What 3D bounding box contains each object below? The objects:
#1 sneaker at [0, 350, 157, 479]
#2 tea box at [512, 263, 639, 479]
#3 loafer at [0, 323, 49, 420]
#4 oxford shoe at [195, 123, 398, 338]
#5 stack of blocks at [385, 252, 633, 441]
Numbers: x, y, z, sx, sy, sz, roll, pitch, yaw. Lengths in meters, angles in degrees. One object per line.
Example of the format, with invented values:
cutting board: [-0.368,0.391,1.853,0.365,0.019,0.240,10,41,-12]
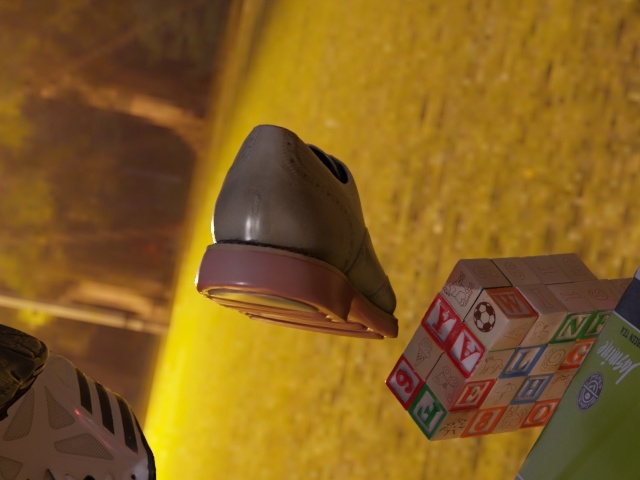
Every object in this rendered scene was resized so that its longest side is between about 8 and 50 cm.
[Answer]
sneaker: [-0.299,0.257,1.924,0.447,0.257,0.169,-67,0,-55]
tea box: [0.358,0.190,1.581,0.323,0.220,0.329,-59,24,7]
loafer: [-0.325,0.145,1.746,0.302,0.109,0.095,-28,-40,-76]
oxford shoe: [0.000,0.000,1.622,0.397,0.140,0.146,48,-130,-80]
stack of blocks: [0.232,0.104,2.012,0.087,0.297,0.171,52,128,34]
